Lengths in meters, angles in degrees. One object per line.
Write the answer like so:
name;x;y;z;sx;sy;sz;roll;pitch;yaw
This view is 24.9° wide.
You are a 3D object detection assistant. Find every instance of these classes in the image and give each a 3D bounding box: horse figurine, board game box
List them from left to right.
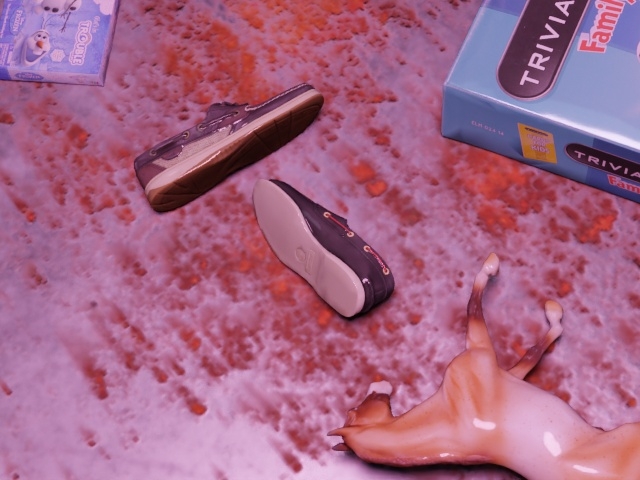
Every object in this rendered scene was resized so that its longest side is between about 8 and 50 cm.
board game box;-0.209;-0.167;1.148;0.090;0.020;0.090;4;65;5
horse figurine;0.160;0.116;0.952;0.263;0.066;0.174;26;56;17
board game box;0.291;-0.142;1.067;0.336;0.079;0.254;21;67;13

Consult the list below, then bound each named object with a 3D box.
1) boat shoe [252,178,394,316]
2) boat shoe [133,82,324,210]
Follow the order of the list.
boat shoe;0.000;0.001;1.041;0.042;0.049;0.133;-21;53;-37
boat shoe;-0.070;-0.080;1.076;0.152;0.056;0.049;-31;71;-10
